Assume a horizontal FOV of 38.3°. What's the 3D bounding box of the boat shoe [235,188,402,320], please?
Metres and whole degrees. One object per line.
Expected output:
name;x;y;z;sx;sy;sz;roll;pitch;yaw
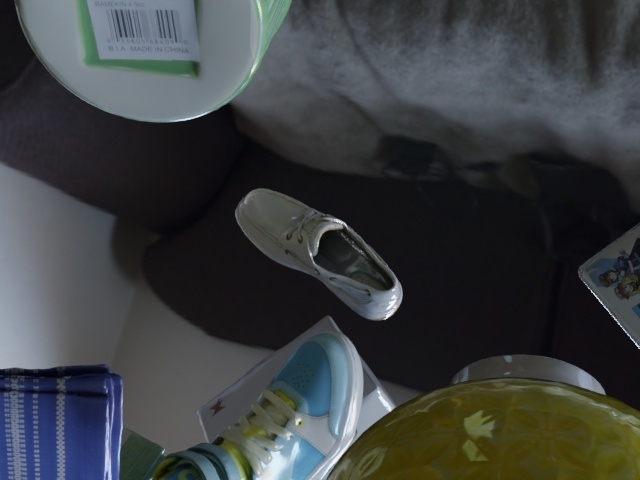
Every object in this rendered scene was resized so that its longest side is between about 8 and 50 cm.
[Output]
boat shoe;0.000;0.000;1.285;0.277;0.098;0.096;32;158;14

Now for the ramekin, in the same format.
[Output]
ramekin;-0.184;-0.277;1.016;0.303;0.148;0.303;3;133;3

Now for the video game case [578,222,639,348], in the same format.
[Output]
video game case;0.517;0.073;1.047;0.329;0.300;0.036;50;-157;1

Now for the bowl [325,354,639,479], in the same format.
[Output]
bowl;0.136;0.173;0.625;0.289;0.156;0.289;7;141;6

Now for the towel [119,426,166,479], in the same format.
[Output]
towel;-0.380;0.268;1.109;0.325;0.038;0.248;19;-151;12

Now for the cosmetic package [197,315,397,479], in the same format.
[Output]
cosmetic package;0.027;0.428;1.739;0.394;0.329;0.327;54;178;-24

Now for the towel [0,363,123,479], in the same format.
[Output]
towel;-0.343;0.190;0.794;0.336;0.243;0.040;4;-142;-9

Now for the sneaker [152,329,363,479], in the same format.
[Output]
sneaker;-0.081;0.247;1.100;0.127;0.319;0.208;31;-171;37
